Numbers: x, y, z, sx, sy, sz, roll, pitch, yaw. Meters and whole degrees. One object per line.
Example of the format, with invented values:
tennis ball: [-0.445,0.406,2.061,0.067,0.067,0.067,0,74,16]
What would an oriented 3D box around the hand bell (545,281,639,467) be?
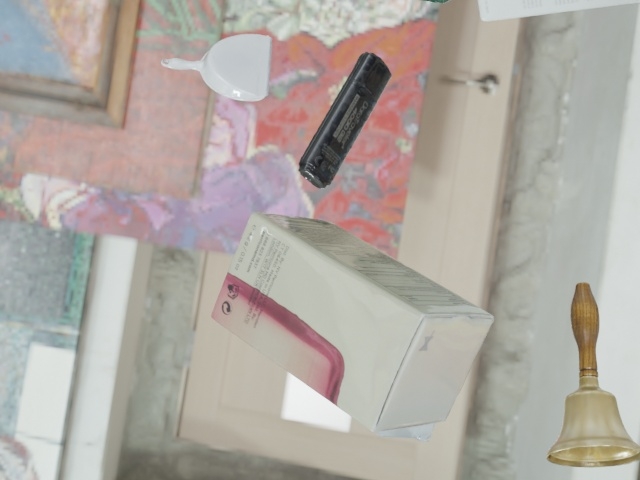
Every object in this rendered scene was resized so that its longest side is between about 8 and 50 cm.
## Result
hand bell: [0.358,0.171,1.416,0.126,0.242,0.126,1,157,0]

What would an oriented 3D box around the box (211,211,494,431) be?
box: [0.030,0.078,1.072,0.232,0.127,0.148,31,-166,34]

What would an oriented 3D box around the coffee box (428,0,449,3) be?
coffee box: [0.169,-0.502,1.795,0.113,0.184,0.040,19,-140,40]

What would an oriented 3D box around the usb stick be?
usb stick: [0.046,-0.218,1.888,0.077,0.278,0.045,42,154,-29]

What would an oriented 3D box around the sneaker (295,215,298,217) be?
sneaker: [-0.001,0.002,1.350,0.089,0.051,0.170,33,-177,-2]

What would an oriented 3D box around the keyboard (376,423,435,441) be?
keyboard: [0.114,0.200,1.298,0.072,0.014,0.256,8,151,3]

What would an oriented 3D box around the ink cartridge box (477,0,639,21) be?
ink cartridge box: [0.398,-0.493,1.511,0.384,0.308,0.091,-4,-149,17]

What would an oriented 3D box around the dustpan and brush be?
dustpan and brush: [-0.208,-0.347,2.084,0.211,0.147,0.060,8,158,-12]
